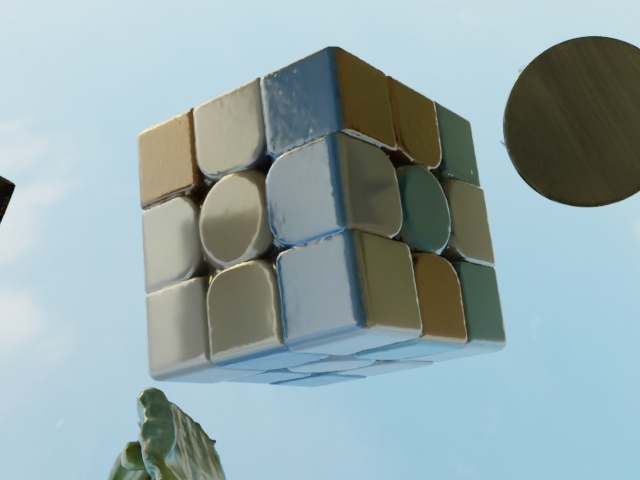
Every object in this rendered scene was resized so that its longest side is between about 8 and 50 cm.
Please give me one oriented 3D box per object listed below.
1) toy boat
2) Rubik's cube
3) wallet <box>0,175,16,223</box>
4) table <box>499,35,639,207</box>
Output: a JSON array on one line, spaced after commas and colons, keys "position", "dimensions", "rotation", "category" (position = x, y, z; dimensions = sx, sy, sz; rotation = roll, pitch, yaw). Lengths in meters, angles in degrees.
[{"position": [-0.128, 0.226, 0.661], "dimensions": [0.084, 0.276, 0.111], "rotation": [5, -141, -28], "category": "toy boat"}, {"position": [0.000, 0.000, 1.153], "dimensions": [0.347, 0.347, 0.344], "rotation": [15, -117, -50], "category": "Rubik's cube"}, {"position": [-0.479, 0.000, 0.965], "dimensions": [0.221, 0.071, 0.262], "rotation": [32, -116, -34], "category": "wallet"}, {"position": [0.268, -0.134, 0.954], "dimensions": [0.167, 0.167, 0.226], "rotation": [28, -169, -1], "category": "table"}]
